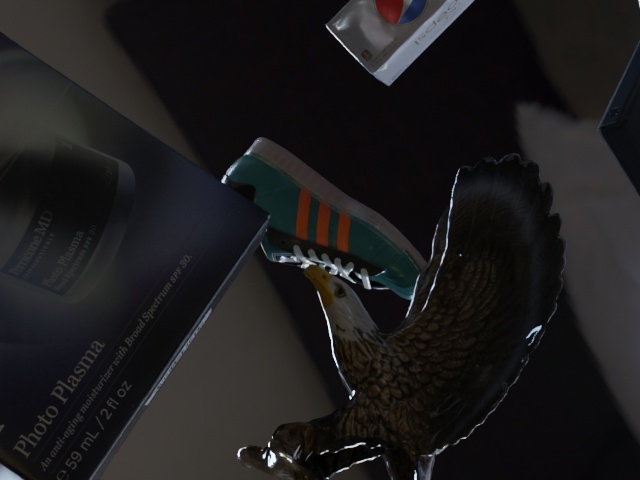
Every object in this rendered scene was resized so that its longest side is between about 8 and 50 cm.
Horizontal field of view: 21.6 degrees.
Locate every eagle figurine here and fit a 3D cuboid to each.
[{"bbox_3d":[0.076,0.090,1.330,0.226,0.298,0.225,35,157,48],"label":"eagle figurine"}]

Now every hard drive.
[{"bbox_3d":[0.249,-0.089,1.209,0.022,0.135,0.094,-14,122,41],"label":"hard drive"}]

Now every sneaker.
[{"bbox_3d":[0.000,0.000,2.092,0.302,0.121,0.108,35,166,20],"label":"sneaker"}]

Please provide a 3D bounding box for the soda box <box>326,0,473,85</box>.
[{"bbox_3d":[0.110,-0.255,1.641,0.074,0.216,0.069,47,-173,15],"label":"soda box"}]

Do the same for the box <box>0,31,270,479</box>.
[{"bbox_3d":[-0.246,0.026,1.434,0.294,0.296,0.183,33,173,0],"label":"box"}]

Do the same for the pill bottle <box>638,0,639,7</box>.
[{"bbox_3d":[0.322,-0.158,1.020,0.162,0.162,0.278,60,171,-20],"label":"pill bottle"}]
